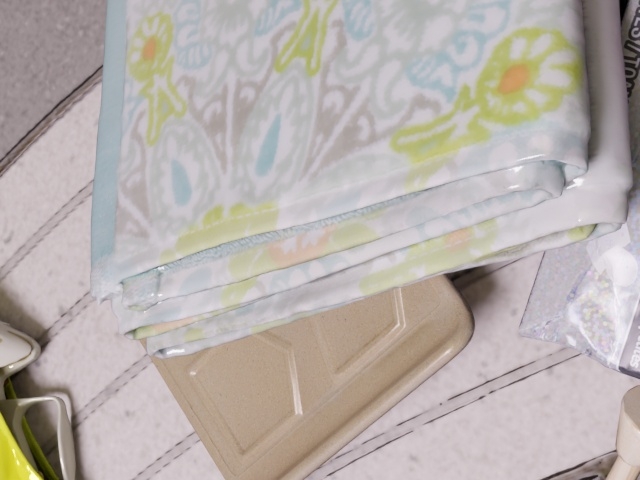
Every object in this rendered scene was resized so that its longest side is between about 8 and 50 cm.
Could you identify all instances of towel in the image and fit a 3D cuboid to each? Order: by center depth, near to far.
[{"bbox_3d":[0.006,-0.142,0.592,0.320,0.090,0.375,-18,64,39],"label":"towel"}]

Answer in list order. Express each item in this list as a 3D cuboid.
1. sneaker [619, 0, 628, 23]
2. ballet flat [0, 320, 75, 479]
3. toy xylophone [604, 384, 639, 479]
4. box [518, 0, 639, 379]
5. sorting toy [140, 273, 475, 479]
[{"bbox_3d":[0.132,-0.116,0.621,0.081,0.080,0.211,6,89,23],"label":"sneaker"},{"bbox_3d":[-0.229,0.113,0.780,0.077,0.077,0.231,-25,79,-1],"label":"ballet flat"},{"bbox_3d":[0.220,0.177,0.470,0.236,0.081,0.323,9,132,9],"label":"toy xylophone"},{"bbox_3d":[0.218,-0.046,0.532,0.142,0.163,0.247,19,95,25],"label":"box"},{"bbox_3d":[0.000,0.000,0.677,0.307,0.041,0.229,-43,67,26],"label":"sorting toy"}]
